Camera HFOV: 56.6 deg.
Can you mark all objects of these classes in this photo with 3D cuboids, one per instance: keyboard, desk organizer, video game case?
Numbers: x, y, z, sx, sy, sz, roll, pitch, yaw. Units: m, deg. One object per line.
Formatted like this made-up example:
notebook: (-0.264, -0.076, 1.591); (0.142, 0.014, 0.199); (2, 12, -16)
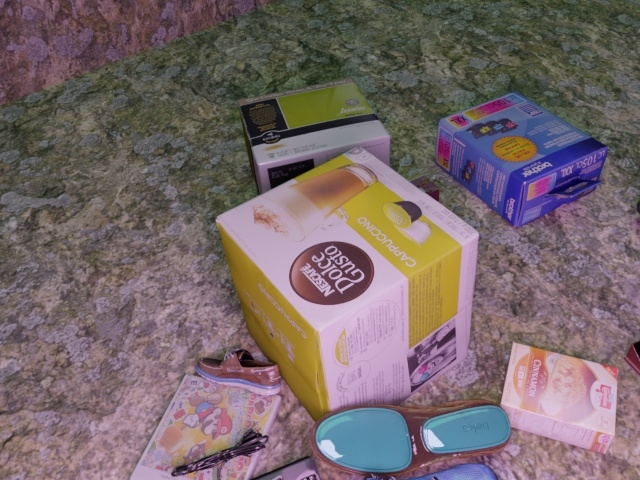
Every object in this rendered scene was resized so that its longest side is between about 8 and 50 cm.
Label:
keyboard: (-0.155, 0.431, 0.972); (0.316, 0.033, 0.202); (-19, 61, -13)
desk organizer: (0.652, 0.205, 1.132); (0.130, 0.050, 0.047); (-19, 44, -12)
video game case: (-0.204, 0.363, 1.091); (0.206, 0.026, 0.227); (9, 45, 16)

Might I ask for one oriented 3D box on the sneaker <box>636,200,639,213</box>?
sneaker: (0.868, -0.045, 1.360); (0.267, 0.101, 0.106); (-1, 65, 5)

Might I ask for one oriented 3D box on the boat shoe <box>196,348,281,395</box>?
boat shoe: (-0.158, 0.246, 1.161); (0.183, 0.066, 0.066); (9, 9, 18)

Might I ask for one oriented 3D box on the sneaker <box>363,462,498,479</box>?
sneaker: (0.129, 0.422, 0.899); (0.329, 0.147, 0.130); (-19, 44, -14)

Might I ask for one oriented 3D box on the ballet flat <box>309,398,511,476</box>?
ballet flat: (0.148, 0.330, 1.010); (0.342, 0.124, 0.116); (-6, 71, -9)

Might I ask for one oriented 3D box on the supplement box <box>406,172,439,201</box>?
supplement box: (0.263, -0.130, 1.543); (0.054, 0.043, 0.083); (-22, 44, -16)

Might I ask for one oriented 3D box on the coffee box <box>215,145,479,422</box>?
coffee box: (0.050, 0.094, 1.116); (0.334, 0.338, 0.337); (-28, 47, -21)

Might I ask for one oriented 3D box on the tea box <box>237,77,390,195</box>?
tea box: (-0.021, -0.237, 1.564); (0.328, 0.220, 0.324); (-13, 44, -7)

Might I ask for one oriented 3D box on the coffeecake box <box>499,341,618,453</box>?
coffeecake box: (0.426, 0.279, 1.070); (0.185, 0.068, 0.142); (12, 45, 18)

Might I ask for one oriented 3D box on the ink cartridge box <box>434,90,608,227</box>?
ink cartridge box: (0.520, -0.202, 1.515); (0.269, 0.151, 0.395); (-24, 47, -17)
